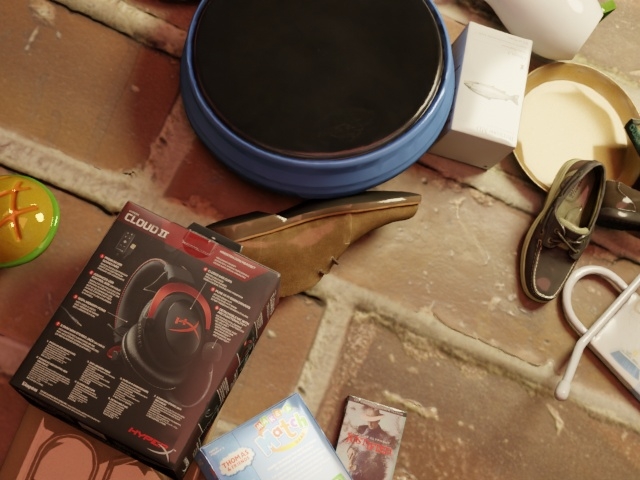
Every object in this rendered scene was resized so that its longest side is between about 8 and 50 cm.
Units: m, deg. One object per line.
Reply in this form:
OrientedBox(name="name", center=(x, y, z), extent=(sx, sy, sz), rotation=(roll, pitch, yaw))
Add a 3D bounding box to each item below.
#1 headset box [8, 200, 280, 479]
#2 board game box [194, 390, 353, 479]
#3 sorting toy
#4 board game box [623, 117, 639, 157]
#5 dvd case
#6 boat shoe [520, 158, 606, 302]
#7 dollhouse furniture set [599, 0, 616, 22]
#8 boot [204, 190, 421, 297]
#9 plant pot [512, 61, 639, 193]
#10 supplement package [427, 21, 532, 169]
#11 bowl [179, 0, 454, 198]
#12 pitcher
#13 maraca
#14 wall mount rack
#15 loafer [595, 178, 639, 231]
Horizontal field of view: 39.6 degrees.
OrientedBox(name="headset box", center=(-0.194, 0.107, 1.081), extent=(0.218, 0.110, 0.293), rotation=(25, 68, 7))
OrientedBox(name="board game box", center=(-0.038, 0.318, 1.115), extent=(0.160, 0.039, 0.211), rotation=(-25, 76, -35))
OrientedBox(name="sorting toy", center=(-0.244, 0.206, 1.135), extent=(0.229, 0.041, 0.307), rotation=(21, 68, -6))
OrientedBox(name="board game box", center=(0.566, -0.127, 1.374), extent=(0.186, 0.026, 0.126), rotation=(3, 53, -28))
OrientedBox(name="dvd case", center=(0.063, 0.278, 1.197), extent=(0.087, 0.013, 0.119), rotation=(19, 71, -8))
OrientedBox(name="boat shoe", center=(0.356, -0.017, 1.295), extent=(0.080, 0.073, 0.224), rotation=(22, 86, -6))
OrientedBox(name="dollhouse furniture set", center=(0.415, -0.423, 1.445), extent=(0.076, 0.058, 0.152), rotation=(-22, 81, -18))
OrientedBox(name="boot", center=(0.000, 0.000, 1.225), extent=(0.305, 0.112, 0.115), rotation=(-14, 99, -13))
OrientedBox(name="plant pot", center=(0.395, -0.164, 1.385), extent=(0.236, 0.032, 0.236), rotation=(4, 74, -12))
OrientedBox(name="supplement package", center=(0.237, -0.213, 1.322), extent=(0.105, 0.105, 0.179), rotation=(15, 73, -10))
OrientedBox(name="bowl", center=(-0.004, -0.250, 1.245), extent=(0.391, 0.077, 0.391), rotation=(1, 67, -1))
OrientedBox(name="pitcher", center=(0.343, -0.393, 1.379), extent=(0.207, 0.125, 0.178), rotation=(35, 90, 5))
OrientedBox(name="maraca", center=(-0.415, -0.031, 1.127), extent=(0.185, 0.099, 0.127), rotation=(17, 67, 19))
OrientedBox(name="wall mount rack", center=(0.469, 0.197, 1.254), extent=(0.304, 0.130, 0.350), rotation=(-43, 87, -20))
OrientedBox(name="loafer", center=(0.513, -0.049, 1.340), extent=(0.220, 0.080, 0.078), rotation=(9, 81, -24))
